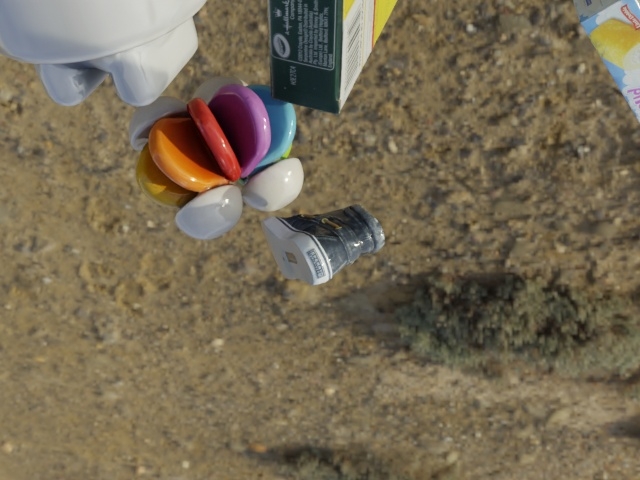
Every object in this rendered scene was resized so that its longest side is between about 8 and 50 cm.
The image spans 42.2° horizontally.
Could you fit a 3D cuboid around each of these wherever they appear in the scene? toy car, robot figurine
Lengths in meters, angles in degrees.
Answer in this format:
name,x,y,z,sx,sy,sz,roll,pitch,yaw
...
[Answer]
name,x,y,z,sx,sy,sz,roll,pitch,yaw
toy car,-0.100,-0.103,0.860,0.182,0.159,0.136,-26,167,-30
robot figurine,-0.202,-0.278,0.638,0.300,0.199,0.353,2,130,16

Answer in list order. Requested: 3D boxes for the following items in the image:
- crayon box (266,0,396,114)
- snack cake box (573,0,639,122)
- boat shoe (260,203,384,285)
name,x,y,z,sx,sy,sz,roll,pitch,yaw
crayon box,0.036,-0.309,0.860,0.081,0.318,0.202,15,140,13
snack cake box,0.519,-0.315,1.375,0.089,0.152,0.264,-29,120,26
boat shoe,0.000,0.000,0.841,0.083,0.065,0.183,-24,-165,-14
